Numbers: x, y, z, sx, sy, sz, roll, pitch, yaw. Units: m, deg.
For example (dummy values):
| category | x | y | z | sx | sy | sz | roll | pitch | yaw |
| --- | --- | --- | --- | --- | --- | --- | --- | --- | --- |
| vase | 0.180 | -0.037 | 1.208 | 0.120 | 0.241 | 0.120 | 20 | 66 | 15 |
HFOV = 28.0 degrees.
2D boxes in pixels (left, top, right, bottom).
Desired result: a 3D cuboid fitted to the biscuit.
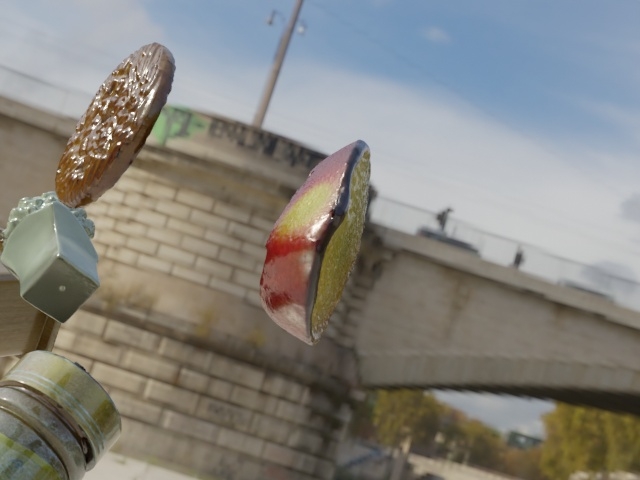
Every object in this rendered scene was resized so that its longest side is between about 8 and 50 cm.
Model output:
| category | x | y | z | sx | sy | sz | roll | pitch | yaw |
| --- | --- | --- | --- | --- | --- | --- | --- | --- | --- |
| biscuit | -0.207 | -0.115 | 1.270 | 0.027 | 0.187 | 0.188 | 33 | -15 | -27 |

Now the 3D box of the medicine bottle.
| category | x | y | z | sx | sy | sz | roll | pitch | yaw |
| --- | --- | --- | --- | --- | --- | --- | --- | --- | --- |
| medicine bottle | -0.378 | 0.281 | 1.432 | 0.151 | 0.322 | 0.151 | 22 | -42 | 22 |

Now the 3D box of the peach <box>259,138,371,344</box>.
| category | x | y | z | sx | sy | sz | roll | pitch | yaw |
| --- | --- | --- | --- | --- | --- | --- | --- | --- | --- |
| peach | -0.004 | -0.002 | 1.171 | 0.068 | 0.189 | 0.279 | 20 | -8 | 7 |

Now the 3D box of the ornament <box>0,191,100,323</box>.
| category | x | y | z | sx | sy | sz | roll | pitch | yaw |
| --- | --- | --- | --- | --- | --- | --- | --- | --- | --- |
| ornament | -0.347 | 0.008 | 1.659 | 0.120 | 0.130 | 0.285 | 44 | -5 | -18 |

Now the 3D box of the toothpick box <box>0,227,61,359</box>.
| category | x | y | z | sx | sy | sz | roll | pitch | yaw |
| --- | --- | --- | --- | --- | --- | --- | --- | --- | --- |
| toothpick box | -0.562 | 0.093 | 2.014 | 0.190 | 0.187 | 0.308 | 25 | 10 | 23 |
